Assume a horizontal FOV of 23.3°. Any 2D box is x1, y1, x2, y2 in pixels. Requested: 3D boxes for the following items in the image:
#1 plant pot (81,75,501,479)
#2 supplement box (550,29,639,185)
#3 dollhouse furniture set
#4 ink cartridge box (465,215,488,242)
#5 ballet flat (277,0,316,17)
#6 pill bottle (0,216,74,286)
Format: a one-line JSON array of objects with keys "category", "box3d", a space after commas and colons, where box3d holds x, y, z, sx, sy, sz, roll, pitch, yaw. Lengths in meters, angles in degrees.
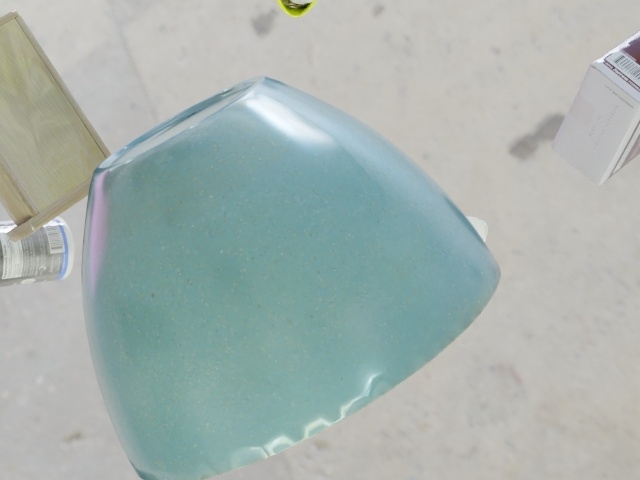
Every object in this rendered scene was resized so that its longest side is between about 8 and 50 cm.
[{"category": "plant pot", "box3d": [-0.050, 0.004, 1.064, 0.290, 0.195, 0.290, -28, 12, 7]}, {"category": "supplement box", "box3d": [0.357, -0.171, 1.635, 0.073, 0.130, 0.239, 42, 53, 19]}, {"category": "dollhouse furniture set", "box3d": [-0.309, -0.072, 1.352, 0.212, 0.161, 0.242, -39, 11, -38]}, {"category": "ink cartridge box", "box3d": [0.000, 0.000, 1.577, 0.283, 0.207, 0.117, 17, 96, 58]}, {"category": "ballet flat", "box3d": [-0.008, -0.292, 1.528, 0.077, 0.231, 0.077, 7, 69, -8]}, {"category": "pill bottle", "box3d": [-0.364, 0.015, 1.804, 0.078, 0.137, 0.078, 14, 107, 55]}]
